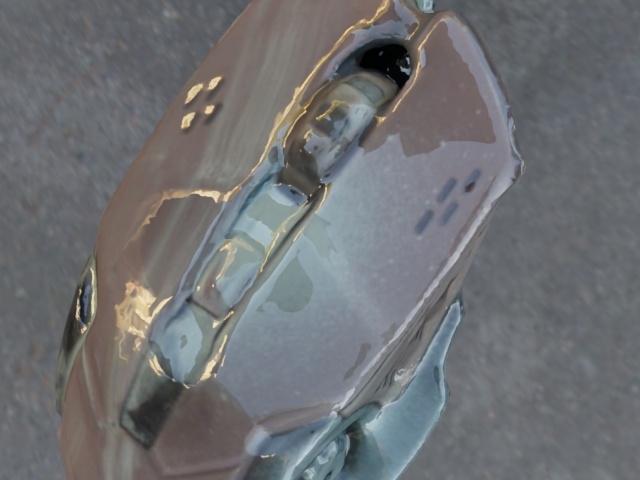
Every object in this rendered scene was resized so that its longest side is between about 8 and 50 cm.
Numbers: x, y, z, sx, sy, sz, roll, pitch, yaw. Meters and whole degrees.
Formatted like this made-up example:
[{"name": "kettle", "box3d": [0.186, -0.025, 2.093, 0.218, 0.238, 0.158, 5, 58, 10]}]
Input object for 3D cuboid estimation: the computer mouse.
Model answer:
[{"name": "computer mouse", "box3d": [-0.020, 0.010, 0.915, 0.199, 0.115, 0.389, 32, 106, 14]}]
